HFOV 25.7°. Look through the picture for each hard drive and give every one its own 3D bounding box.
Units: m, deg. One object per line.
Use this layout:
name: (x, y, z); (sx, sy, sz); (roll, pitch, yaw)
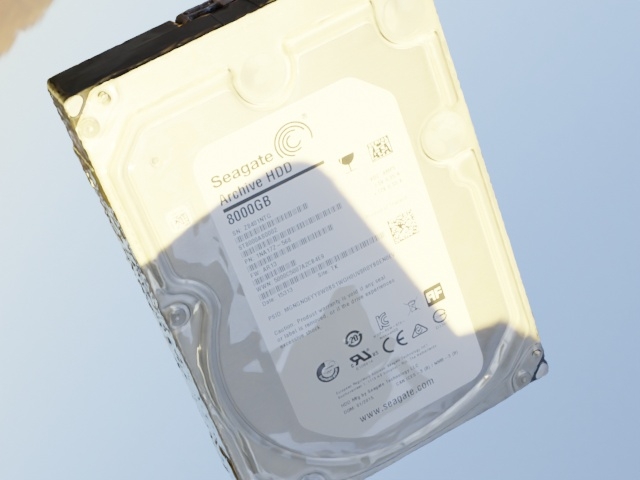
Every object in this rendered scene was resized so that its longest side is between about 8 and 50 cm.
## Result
hard drive: (0.000, 0.000, 0.906); (0.237, 0.339, 0.064); (-27, -153, -12)
